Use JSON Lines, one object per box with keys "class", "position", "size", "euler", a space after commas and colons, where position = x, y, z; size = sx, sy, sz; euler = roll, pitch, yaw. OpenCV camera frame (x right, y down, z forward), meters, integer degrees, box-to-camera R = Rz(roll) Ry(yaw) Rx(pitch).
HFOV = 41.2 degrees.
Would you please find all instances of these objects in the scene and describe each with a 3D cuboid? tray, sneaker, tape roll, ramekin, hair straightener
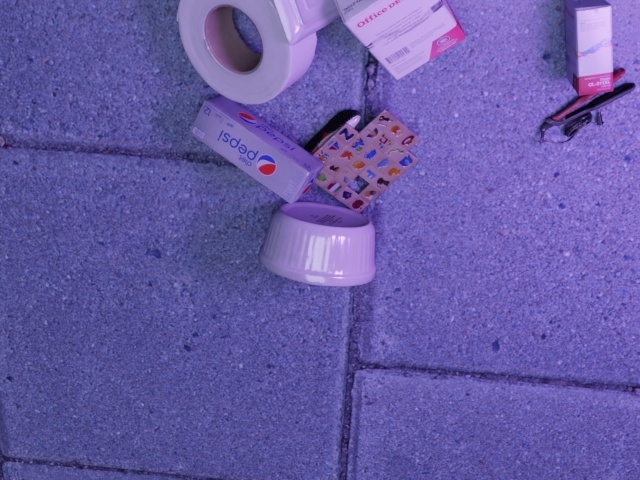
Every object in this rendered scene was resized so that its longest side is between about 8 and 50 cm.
{"class": "tray", "position": [0.008, -0.500, 1.668], "size": [0.030, 0.270, 0.145], "euler": [2, 123, 44]}
{"class": "sneaker", "position": [0.040, -0.227, 1.916], "size": [0.161, 0.057, 0.075], "euler": [-40, 124, 20]}
{"class": "tape roll", "position": [-0.152, -0.427, 1.738], "size": [0.286, 0.100, 0.286], "euler": [21, 134, 24]}
{"class": "ramekin", "position": [0.000, 0.000, 1.921], "size": [0.273, 0.273, 0.127], "euler": [9, 105, 2]}
{"class": "hair straightener", "position": [0.575, -0.269, 1.830], "size": [0.230, 0.047, 0.089], "euler": [-37, 108, 22]}

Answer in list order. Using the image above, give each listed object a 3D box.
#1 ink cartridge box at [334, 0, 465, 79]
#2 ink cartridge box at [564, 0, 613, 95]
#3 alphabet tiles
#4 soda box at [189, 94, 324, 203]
{"class": "ink cartridge box", "position": [0.158, -0.448, 1.688], "size": [0.172, 0.100, 0.237], "euler": [-29, 150, 19]}
{"class": "ink cartridge box", "position": [0.543, -0.398, 1.722], "size": [0.072, 0.127, 0.175], "euler": [-6, 116, 8]}
{"class": "alphabet tiles", "position": [0.099, -0.184, 1.917], "size": [0.198, 0.009, 0.237], "euler": [34, 116, -30]}
{"class": "soda box", "position": [-0.140, -0.204, 1.875], "size": [0.286, 0.098, 0.091], "euler": [35, 116, 7]}
